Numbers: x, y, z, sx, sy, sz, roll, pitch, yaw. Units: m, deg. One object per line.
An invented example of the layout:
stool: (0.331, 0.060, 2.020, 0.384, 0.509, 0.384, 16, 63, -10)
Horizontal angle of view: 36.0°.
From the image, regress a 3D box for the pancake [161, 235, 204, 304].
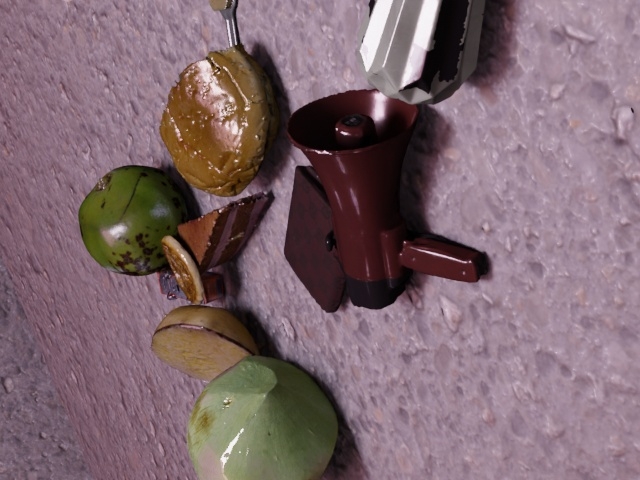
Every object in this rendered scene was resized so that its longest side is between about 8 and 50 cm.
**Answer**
pancake: (-0.281, 0.061, 2.005, 0.158, 0.028, 0.158, 49, 156, 31)

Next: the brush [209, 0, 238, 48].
brush: (-0.159, -0.339, 1.796, 0.062, 0.027, 0.266, 9, 114, 47)

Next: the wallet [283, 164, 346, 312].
wallet: (0.000, 0.000, 1.723, 0.182, 0.049, 0.229, 49, 144, 30)

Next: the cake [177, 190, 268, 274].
cake: (-0.197, -0.031, 1.930, 0.112, 0.116, 0.295, 63, 150, 9)

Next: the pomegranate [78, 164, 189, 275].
pomegranate: (-0.391, -0.031, 2.124, 0.254, 0.254, 0.270, 12, 137, 53)

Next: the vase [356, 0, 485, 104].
vase: (0.150, -0.352, 1.220, 0.165, 0.165, 0.360, 44, 135, 36)

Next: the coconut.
coconut: (-0.115, 0.374, 1.888, 0.328, 0.281, 0.328, -171, 90, -84)

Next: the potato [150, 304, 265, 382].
potato: (-0.222, 0.207, 2.072, 0.239, 0.116, 0.299, 31, 151, -9)

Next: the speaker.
speaker: (0.114, -0.053, 1.484, 0.259, 0.198, 0.329, -7, 122, 18)

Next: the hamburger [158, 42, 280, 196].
hamburger: (-0.174, -0.193, 1.783, 0.211, 0.132, 0.309, 56, 140, 11)

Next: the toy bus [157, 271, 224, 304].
toy bus: (-0.289, 0.098, 2.181, 0.192, 0.077, 0.065, 8, 112, 53)
